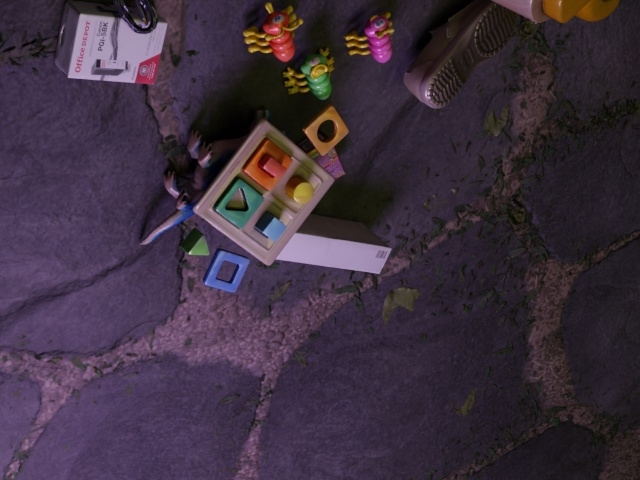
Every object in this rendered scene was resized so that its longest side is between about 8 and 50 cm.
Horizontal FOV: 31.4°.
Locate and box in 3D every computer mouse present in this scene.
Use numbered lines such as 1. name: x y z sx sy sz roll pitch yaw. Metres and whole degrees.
1. computer mouse: -0.272 -0.394 1.535 0.071 0.041 0.242 -27 119 -30

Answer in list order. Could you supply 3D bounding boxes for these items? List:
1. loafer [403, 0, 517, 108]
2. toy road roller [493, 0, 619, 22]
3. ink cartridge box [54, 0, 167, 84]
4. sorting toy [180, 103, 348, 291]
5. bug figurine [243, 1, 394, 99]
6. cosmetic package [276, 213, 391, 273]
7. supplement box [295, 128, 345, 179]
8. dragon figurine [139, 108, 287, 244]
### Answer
1. loafer: 0.234 -0.336 1.920 0.268 0.092 0.102 -46 138 -22
2. toy road roller: 0.394 -0.446 1.861 0.329 0.202 0.240 -42 148 -21
3. ink cartridge box: -0.296 -0.278 1.609 0.135 0.056 0.099 -1 120 -34
4. sorting toy: -0.079 -0.070 1.785 0.196 0.047 0.347 38 88 -40
5. bug figurine: 0.029 -0.330 1.771 0.279 0.072 0.216 -33 141 -8
6. cosmetic package: 0.000 0.000 1.976 0.239 0.099 0.060 9 116 -38
7. supplement box: -0.001 -0.137 1.919 0.055 0.043 0.083 -34 132 -11
8. dragon figurine: -0.166 -0.085 1.810 0.144 0.085 0.289 20 105 -41
